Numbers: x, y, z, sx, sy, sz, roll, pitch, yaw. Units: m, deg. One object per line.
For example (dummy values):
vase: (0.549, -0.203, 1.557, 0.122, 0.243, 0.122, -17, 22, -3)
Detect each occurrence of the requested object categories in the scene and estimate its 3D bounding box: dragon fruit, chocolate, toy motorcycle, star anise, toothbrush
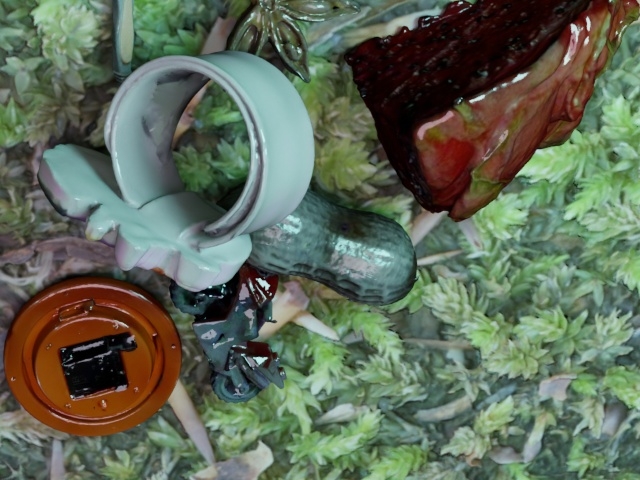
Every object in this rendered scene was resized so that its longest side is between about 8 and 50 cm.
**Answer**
dragon fruit: (0.228, -0.137, 1.977, 0.329, 0.286, 0.228, -25, 113, -4)
chocolate: (0.000, 0.000, 2.090, 0.248, 0.110, 0.110, 17, 113, -21)
toy motorcycle: (-0.091, 0.097, 2.143, 0.122, 0.082, 0.213, -16, 129, 5)
star anise: (-0.046, -0.262, 1.983, 0.172, 0.063, 0.208, -17, 114, -4)
toothbrush: (-0.210, -0.223, 1.994, 0.028, 0.037, 0.375, -22, 125, -42)

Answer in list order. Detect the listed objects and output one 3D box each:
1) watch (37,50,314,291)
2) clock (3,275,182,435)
watch: (-0.148, -0.091, 1.932, 0.244, 0.196, 0.231, 37, 117, 19)
clock: (-0.261, 0.136, 2.152, 0.205, 0.051, 0.205, -3, 116, -5)
